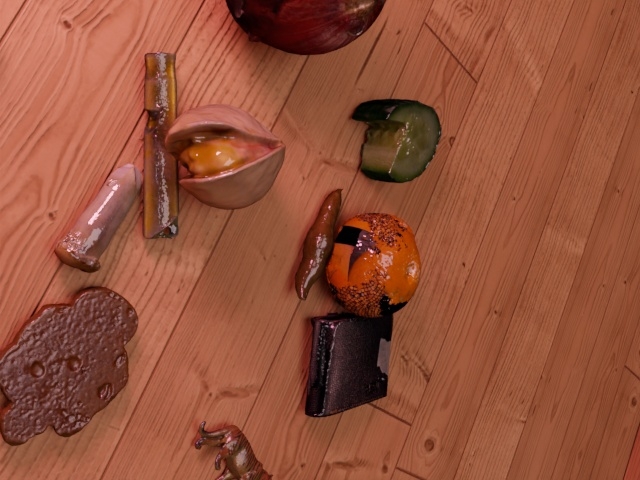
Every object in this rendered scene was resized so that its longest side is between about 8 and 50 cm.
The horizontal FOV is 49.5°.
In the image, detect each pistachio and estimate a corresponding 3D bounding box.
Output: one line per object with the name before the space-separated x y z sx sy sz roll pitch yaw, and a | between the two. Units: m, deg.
pistachio | -0.157 -0.147 1.212 0.299 0.187 0.187 -40 131 -81

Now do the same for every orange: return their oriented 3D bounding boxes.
orange | 0.122 0.055 1.520 0.234 0.182 0.234 -1 91 -53

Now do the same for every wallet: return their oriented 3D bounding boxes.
wallet | 0.074 0.272 1.570 0.262 0.071 0.221 -1 94 -47

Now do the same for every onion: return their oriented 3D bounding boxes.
onion | -0.027 -0.486 1.238 0.341 0.341 0.341 -5 98 -40

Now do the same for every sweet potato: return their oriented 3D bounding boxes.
sweet potato | 0.000 0.000 1.479 0.067 0.067 0.274 34 68 -38

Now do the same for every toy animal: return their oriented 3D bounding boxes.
toy animal | -0.172 0.441 1.388 0.099 0.057 0.241 -42 118 -37

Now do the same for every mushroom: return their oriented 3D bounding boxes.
mushroom | -0.361 -0.041 1.166 0.084 0.071 0.209 47 62 -39

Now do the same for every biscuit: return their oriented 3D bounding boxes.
biscuit | -0.421 0.208 1.153 0.290 0.041 0.208 -53 124 -22

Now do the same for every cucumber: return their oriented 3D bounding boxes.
cucumber | 0.171 -0.228 1.567 0.191 0.130 0.191 -9 106 -34

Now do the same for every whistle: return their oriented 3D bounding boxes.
whistle | -0.279 -0.164 1.225 0.068 0.057 0.326 -4 98 -40
